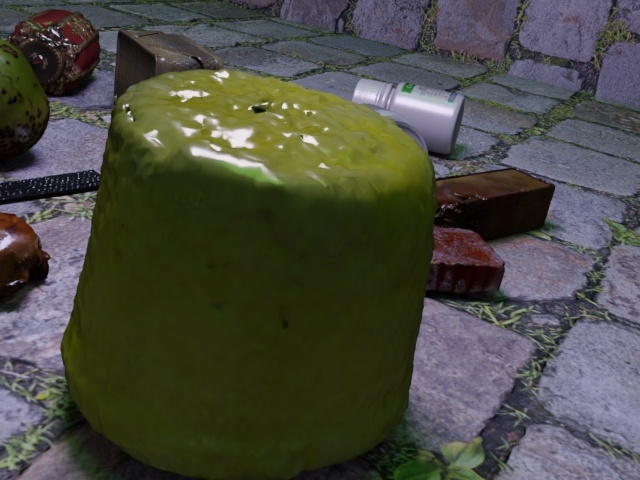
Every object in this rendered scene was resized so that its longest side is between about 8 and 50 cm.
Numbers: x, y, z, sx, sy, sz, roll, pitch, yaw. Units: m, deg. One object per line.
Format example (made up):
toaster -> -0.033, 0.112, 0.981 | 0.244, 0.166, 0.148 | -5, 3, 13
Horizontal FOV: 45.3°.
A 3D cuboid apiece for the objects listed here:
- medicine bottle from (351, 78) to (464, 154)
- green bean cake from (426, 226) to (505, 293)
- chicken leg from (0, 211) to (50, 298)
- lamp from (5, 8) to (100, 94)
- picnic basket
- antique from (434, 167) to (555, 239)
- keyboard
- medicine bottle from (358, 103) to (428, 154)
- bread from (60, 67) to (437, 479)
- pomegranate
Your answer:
medicine bottle -> 0.190, -0.278, 1.699 | 0.236, 0.139, 0.139 | 14, 24, 15
green bean cake -> 0.182, 0.028, 1.101 | 0.135, 0.056, 0.135 | 4, 26, -12
chicken leg -> -0.395, 0.051, 0.802 | 0.113, 0.093, 0.304 | 24, 29, 4
lamp -> -0.583, -0.420, 1.693 | 0.177, 0.177, 0.274 | 7, 21, -6
picnic basket -> -0.316, -0.325, 1.573 | 0.139, 0.165, 0.266 | -5, 28, -32
antique -> 0.261, -0.056, 1.287 | 0.309, 0.087, 0.093 | -10, 32, -40
keyboard -> -0.424, -0.082, 1.169 | 0.204, 0.013, 0.061 | -14, 32, -42
medicine bottle -> 0.097, -0.161, 1.340 | 0.143, 0.144, 0.258 | 5, 12, -10
bread -> -0.057, 0.017, 0.722 | 0.348, 0.308, 0.348 | 11, 21, -4
pomegranate -> -0.553, -0.201, 1.203 | 0.214, 0.214, 0.248 | 21, 61, 24
